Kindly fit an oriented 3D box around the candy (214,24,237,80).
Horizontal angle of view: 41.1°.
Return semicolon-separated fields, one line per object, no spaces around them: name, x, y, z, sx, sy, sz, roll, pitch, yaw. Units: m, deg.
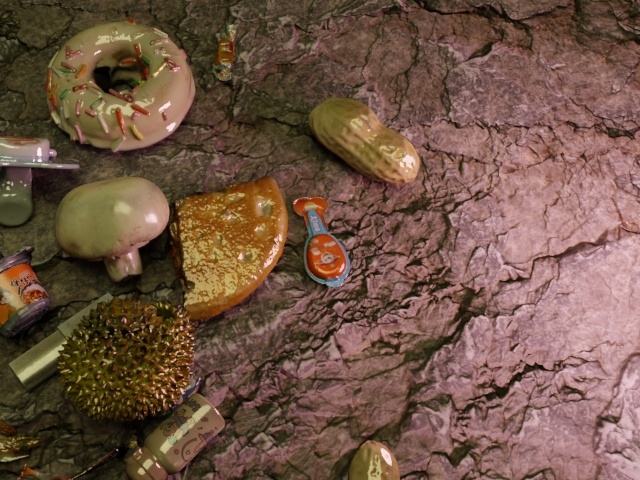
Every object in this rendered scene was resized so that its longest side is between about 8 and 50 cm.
candy;-0.253;-0.496;2.281;0.053;0.046;0.182;7;64;-5

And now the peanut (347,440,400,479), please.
peanut;0.113;0.517;1.676;0.123;0.123;0.256;-1;62;-6

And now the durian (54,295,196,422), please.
durian;-0.379;0.231;1.725;0.293;0.258;0.258;-14;58;-46

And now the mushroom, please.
mushroom;-0.453;-0.019;1.902;0.254;0.234;0.260;-25;19;-36

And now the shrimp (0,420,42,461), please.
shrimp;-0.669;0.396;1.715;0.217;0.051;0.115;1;57;-2

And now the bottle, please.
bottle;-0.300;0.404;1.711;0.209;0.097;0.110;-42;104;-25

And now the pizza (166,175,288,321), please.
pizza;-0.226;0.005;1.949;0.278;0.114;0.409;20;59;5

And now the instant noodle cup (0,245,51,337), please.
instant noodle cup;-0.657;0.125;1.814;0.125;0.208;0.177;50;25;6

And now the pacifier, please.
pacifier;-0.704;-0.135;1.976;0.279;0.227;0.207;0;92;-27

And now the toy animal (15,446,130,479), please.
toy animal;-0.500;0.479;1.609;0.160;0.197;0.272;16;64;7

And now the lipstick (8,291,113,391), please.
lipstick;-0.531;0.217;1.814;0.253;0.077;0.079;-37;68;-24

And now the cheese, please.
cheese;0.000;0.000;2.017;0.106;0.037;0.256;-10;62;-13

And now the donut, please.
donut;-0.506;-0.399;2.144;0.382;0.142;0.382;2;59;-3

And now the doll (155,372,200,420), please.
doll;-0.302;0.329;1.800;0.037;0.027;0.125;31;62;22

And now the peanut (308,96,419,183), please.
peanut;0.110;-0.248;2.114;0.313;0.152;0.152;40;64;15
